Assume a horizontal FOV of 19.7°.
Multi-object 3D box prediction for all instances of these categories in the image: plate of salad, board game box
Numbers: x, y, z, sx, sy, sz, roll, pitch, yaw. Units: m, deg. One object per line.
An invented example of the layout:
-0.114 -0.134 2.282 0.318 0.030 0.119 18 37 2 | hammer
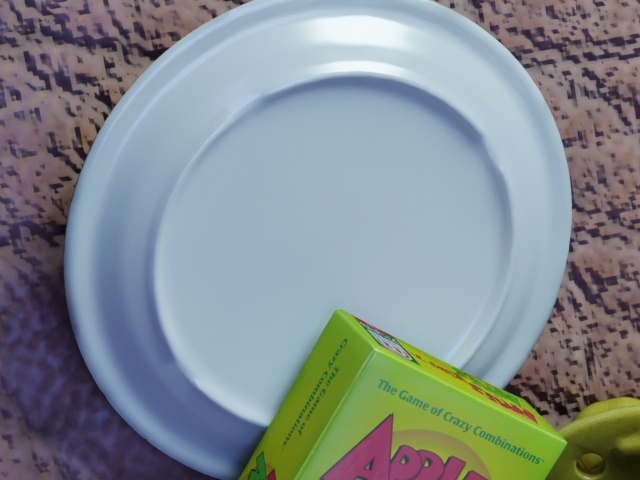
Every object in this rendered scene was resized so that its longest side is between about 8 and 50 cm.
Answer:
0.000 0.000 0.699 0.200 0.048 0.200 -6 110 -17 | plate of salad
0.004 0.127 0.693 0.092 0.043 0.181 27 98 -24 | board game box

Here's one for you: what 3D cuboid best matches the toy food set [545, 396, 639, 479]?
0.169 0.136 0.763 0.218 0.071 0.128 39 114 -11 | toy food set
